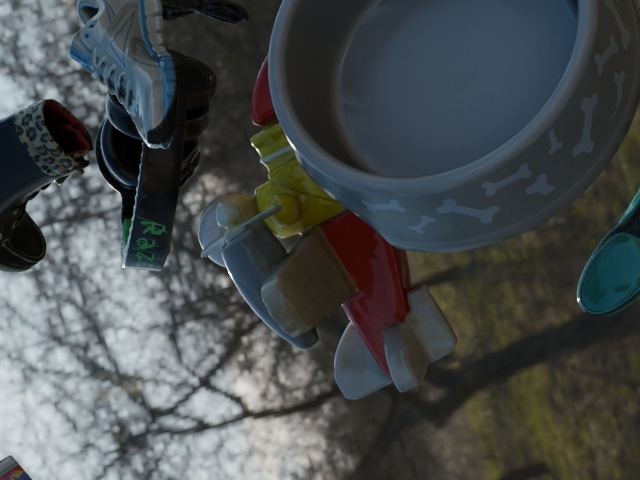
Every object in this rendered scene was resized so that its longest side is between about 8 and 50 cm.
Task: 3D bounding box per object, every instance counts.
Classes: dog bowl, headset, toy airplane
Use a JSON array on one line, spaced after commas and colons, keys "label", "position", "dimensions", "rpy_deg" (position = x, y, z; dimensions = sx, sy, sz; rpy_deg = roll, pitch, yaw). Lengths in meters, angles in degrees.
[{"label": "dog bowl", "position": [0.109, -0.168, 1.223], "dimensions": [0.102, 0.349, 0.348], "rpy_deg": [40, -150, -59]}, {"label": "headset", "position": [-0.179, -0.149, 1.676], "dimensions": [0.243, 0.185, 0.394], "rpy_deg": [117, 155, -58]}, {"label": "toy airplane", "position": [0.000, 0.000, 1.519], "dimensions": [0.386, 0.273, 0.384], "rpy_deg": [63, -157, -56]}]

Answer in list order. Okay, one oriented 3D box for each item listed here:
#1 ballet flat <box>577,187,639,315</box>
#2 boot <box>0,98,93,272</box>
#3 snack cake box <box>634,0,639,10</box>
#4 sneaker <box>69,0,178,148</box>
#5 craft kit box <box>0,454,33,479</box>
[{"label": "ballet flat", "position": [0.413, -0.010, 1.712], "dimensions": [0.083, 0.247, 0.087], "rpy_deg": [34, -161, 14]}, {"label": "boot", "position": [-0.317, -0.055, 1.463], "dimensions": [0.236, 0.179, 0.085], "rpy_deg": [52, -155, -51]}, {"label": "snack cake box", "position": [0.295, -0.362, 1.738], "dimensions": [0.264, 0.089, 0.152], "rpy_deg": [31, -112, -28]}, {"label": "sneaker", "position": [-0.168, -0.145, 1.142], "dimensions": [0.190, 0.083, 0.071], "rpy_deg": [-110, 26, -43]}, {"label": "craft kit box", "position": [-0.176, 0.313, 1.072], "dimensions": [0.250, 0.061, 0.246], "rpy_deg": [45, 159, 18]}]
